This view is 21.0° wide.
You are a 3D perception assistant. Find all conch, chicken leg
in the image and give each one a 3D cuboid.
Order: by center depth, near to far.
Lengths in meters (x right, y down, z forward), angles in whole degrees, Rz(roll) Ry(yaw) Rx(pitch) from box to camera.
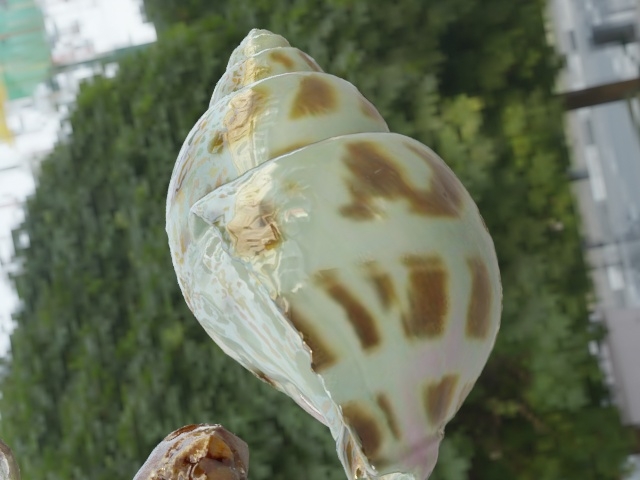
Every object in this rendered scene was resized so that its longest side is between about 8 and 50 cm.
[{"bbox_3d":[0.000,0.001,1.164,0.368,0.197,0.249,44,175,29],"label":"conch"},{"bbox_3d":[-0.132,0.282,1.355,0.113,0.093,0.304,-37,-33,-73],"label":"chicken leg"}]

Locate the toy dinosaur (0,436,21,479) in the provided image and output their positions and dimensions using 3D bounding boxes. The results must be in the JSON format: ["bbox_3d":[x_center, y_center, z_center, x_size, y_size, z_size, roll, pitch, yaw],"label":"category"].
[{"bbox_3d":[-0.394,0.157,1.582,0.077,0.294,0.162,-39,-54,-60],"label":"toy dinosaur"}]
